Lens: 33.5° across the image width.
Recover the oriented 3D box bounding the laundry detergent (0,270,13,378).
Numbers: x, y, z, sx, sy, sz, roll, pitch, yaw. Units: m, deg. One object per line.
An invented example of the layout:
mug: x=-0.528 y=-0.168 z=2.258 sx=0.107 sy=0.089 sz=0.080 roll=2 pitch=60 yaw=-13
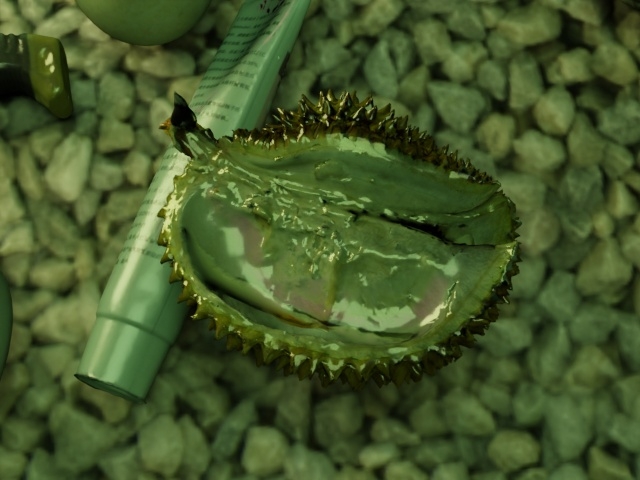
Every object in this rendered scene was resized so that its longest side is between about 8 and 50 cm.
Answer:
laundry detergent: x=-0.307 y=0.073 z=0.665 sx=0.214 sy=0.105 sz=0.281 roll=9 pitch=71 yaw=-2

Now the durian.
durian: x=0.000 y=0.000 z=0.683 sx=0.237 sy=0.138 sz=0.193 roll=37 pitch=77 yaw=7

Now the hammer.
hammer: x=-0.295 y=-0.114 z=0.763 sx=0.226 sy=0.041 sz=0.159 roll=-7 pitch=74 yaw=-4

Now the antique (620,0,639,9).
antique: x=0.276 y=-0.250 z=0.767 sx=0.088 sy=0.086 sz=0.183 roll=28 pitch=107 yaw=9

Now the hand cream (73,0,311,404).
hand cream: x=-0.083 y=-0.052 z=0.735 sx=0.058 sy=0.085 sz=0.331 roll=30 pitch=71 yaw=-34

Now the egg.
egg: x=-0.131 y=-0.212 z=0.762 sx=0.114 sy=0.114 sz=0.152 roll=-14 pitch=71 yaw=-7
